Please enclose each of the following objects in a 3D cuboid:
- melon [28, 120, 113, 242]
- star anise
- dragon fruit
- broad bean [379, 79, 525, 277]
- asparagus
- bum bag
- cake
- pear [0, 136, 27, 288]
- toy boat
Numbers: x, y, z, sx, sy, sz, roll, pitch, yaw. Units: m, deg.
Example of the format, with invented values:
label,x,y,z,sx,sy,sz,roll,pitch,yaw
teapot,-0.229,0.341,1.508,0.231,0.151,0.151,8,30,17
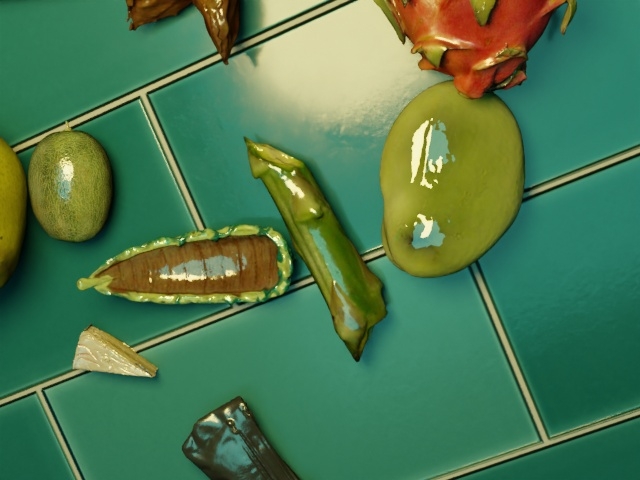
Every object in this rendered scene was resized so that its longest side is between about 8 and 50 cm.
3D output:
label,x,y,z,sx,sy,sz,roll,pitch,yaw
melon,-0.341,-0.080,1.315,0.114,0.114,0.167,0,99,9
star anise,-0.181,-0.393,1.225,0.237,0.148,0.346,-24,104,9
dragon fruit,0.177,-0.294,1.151,0.224,0.224,0.227,-27,75,12
broad bean,0.168,-0.075,1.234,0.189,0.121,0.263,13,99,3
asparagus,-0.001,0.000,1.294,0.085,0.082,0.343,-24,94,31
bum bag,-0.088,0.343,1.371,0.123,0.060,0.248,-34,94,13
cake,-0.293,0.176,1.381,0.121,0.052,0.065,27,97,3
pear,-0.526,-0.042,1.273,0.294,0.294,0.294,1,99,9
toy boat,-0.179,0.038,1.320,0.293,0.099,0.108,-6,97,2
